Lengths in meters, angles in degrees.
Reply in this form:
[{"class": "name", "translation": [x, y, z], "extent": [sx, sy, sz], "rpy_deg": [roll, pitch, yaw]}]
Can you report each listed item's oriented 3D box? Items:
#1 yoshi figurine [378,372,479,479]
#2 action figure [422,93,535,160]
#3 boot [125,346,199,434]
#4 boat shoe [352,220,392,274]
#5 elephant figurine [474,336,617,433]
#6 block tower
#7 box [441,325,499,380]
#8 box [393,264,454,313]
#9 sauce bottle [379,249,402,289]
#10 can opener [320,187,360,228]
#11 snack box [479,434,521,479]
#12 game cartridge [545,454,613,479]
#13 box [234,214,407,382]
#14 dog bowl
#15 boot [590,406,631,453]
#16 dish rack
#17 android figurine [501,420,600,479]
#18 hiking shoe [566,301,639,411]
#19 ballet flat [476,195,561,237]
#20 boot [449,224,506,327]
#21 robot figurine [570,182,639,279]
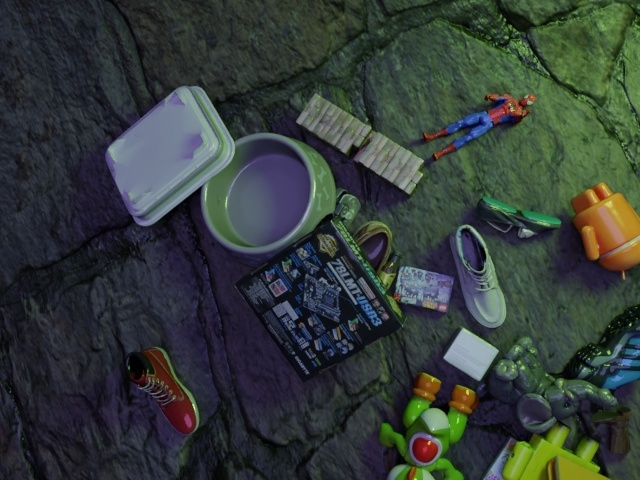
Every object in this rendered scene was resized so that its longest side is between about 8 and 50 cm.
[{"class": "yoshi figurine", "translation": [0.242, 0.510, 1.620], "extent": [0.203, 0.204, 0.362], "rpy_deg": [31, 73, -29]}, {"class": "action figure", "translation": [0.392, -0.292, 1.655], "extent": [0.281, 0.139, 0.091], "rpy_deg": [-25, 83, 4]}, {"class": "boot", "translation": [-0.396, 0.381, 1.701], "extent": [0.088, 0.176, 0.244], "rpy_deg": [-32, 83, 4]}, {"class": "boat shoe", "translation": [0.069, 0.095, 1.669], "extent": [0.123, 0.116, 0.324], "rpy_deg": [28, 91, -6]}, {"class": "elephant figurine", "translation": [0.504, 0.351, 1.561], "extent": [0.239, 0.186, 0.169], "rpy_deg": [42, 76, 18]}, {"class": "block tower", "translation": [0.106, -0.235, 1.715], "extent": [0.336, 0.097, 0.090], "rpy_deg": [34, 91, 8]}, {"class": "box", "translation": [0.352, 0.265, 1.629], "extent": [0.102, 0.101, 0.087], "rpy_deg": [31, 91, 8]}, {"class": "box", "translation": [0.254, 0.119, 1.694], "extent": [0.137, 0.027, 0.093], "rpy_deg": [12, 88, 9]}, {"class": "sauce bottle", "translation": [0.164, 0.086, 1.704], "extent": [0.042, 0.042, 0.128], "rpy_deg": [27, 92, 10]}, {"class": "can opener", "translation": [0.000, 0.000, 1.735], "extent": [0.095, 0.076, 0.283], "rpy_deg": [34, 92, 42]}, {"class": "snack box", "translation": [0.452, 0.547, 1.622], "extent": [0.100, 0.037, 0.141], "rpy_deg": [33, 91, 8]}, {"class": "game cartridge", "translation": [0.628, 0.640, 1.446], "extent": [0.324, 0.285, 0.052], "rpy_deg": [28, 128, -10]}, {"class": "box", "translation": [-0.001, 0.140, 1.604], "extent": [0.293, 0.073, 0.295], "rpy_deg": [-34, 94, 19]}, {"class": "dog bowl", "translation": [-0.140, -0.108, 1.707], "extent": [0.349, 0.102, 0.348], "rpy_deg": [-4, 78, 18]}, {"class": "boot", "translation": [0.666, 0.446, 1.577], "extent": [0.107, 0.037, 0.114], "rpy_deg": [-7, 107, -11]}, {"class": "dish rack", "translation": [-0.401, -0.227, 1.751], "extent": [0.333, 0.072, 0.285], "rpy_deg": [-37, 63, 11]}, {"class": "android figurine", "translation": [0.526, 0.554, 1.574], "extent": [0.248, 0.056, 0.272], "rpy_deg": [29, 90, -11]}, {"class": "hiking shoe", "translation": [0.716, 0.249, 1.582], "extent": [0.304, 0.113, 0.132], "rpy_deg": [-42, 91, 12]}, {"class": "ballet flat", "translation": [0.471, -0.047, 1.659], "extent": [0.203, 0.074, 0.074], "rpy_deg": [17, 88, 4]}, {"class": "boot", "translation": [0.370, 0.086, 1.629], "extent": [0.095, 0.123, 0.258], "rpy_deg": [-23, 82, 7]}, {"class": "robot figurine", "translation": [0.670, -0.021, 1.590], "extent": [0.128, 0.158, 0.219], "rpy_deg": [-34, 81, 27]}]
